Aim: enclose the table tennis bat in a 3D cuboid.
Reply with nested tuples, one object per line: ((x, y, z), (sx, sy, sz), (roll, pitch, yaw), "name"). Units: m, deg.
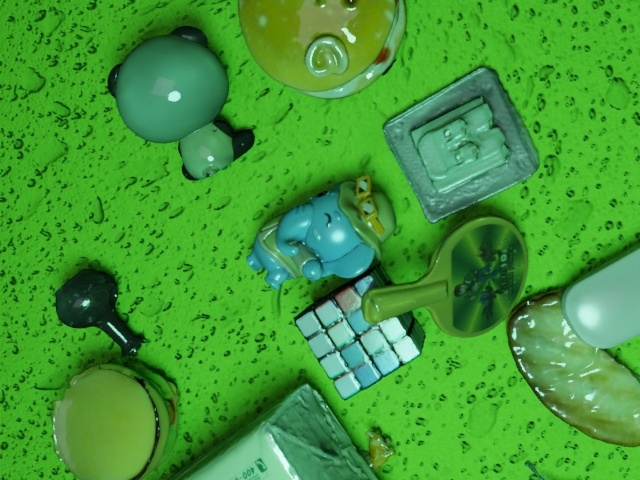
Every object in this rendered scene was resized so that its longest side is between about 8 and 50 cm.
((0.199, 0.067, 0.966), (0.320, 0.050, 0.199), (-12, 109, -28), "table tennis bat")

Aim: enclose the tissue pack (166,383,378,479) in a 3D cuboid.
((-0.095, 0.469, 1.058), (0.380, 0.207, 0.297), (-38, 85, 23), "tissue pack")

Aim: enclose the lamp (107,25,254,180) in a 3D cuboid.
((-0.235, -0.228, 1.080), (0.197, 0.198, 0.244), (-26, 111, 14), "lamp")

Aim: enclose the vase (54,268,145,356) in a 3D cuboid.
((-0.407, 0.142, 1.183), (0.120, 0.120, 0.183), (-37, 101, 13), "vase")

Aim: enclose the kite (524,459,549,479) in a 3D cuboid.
((0.389, 0.409, 1.013), (0.156, 0.139, 0.011), (38, 124, 45), "kite")

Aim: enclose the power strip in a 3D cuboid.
((0.227, -0.154, 1.025), (0.213, 0.064, 0.198), (-29, 86, 15), "power strip")

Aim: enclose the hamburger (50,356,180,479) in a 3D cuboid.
((-0.365, 0.335, 1.165), (0.237, 0.149, 0.237), (-1, 86, 11), "hamburger")

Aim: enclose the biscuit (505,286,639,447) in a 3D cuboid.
((0.420, 0.218, 1.016), (0.154, 0.045, 0.299), (-39, 86, 6), "biscuit")

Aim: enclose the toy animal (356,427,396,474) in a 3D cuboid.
((0.087, 0.377, 1.107), (0.083, 0.060, 0.081), (-43, 124, 12), "toy animal")

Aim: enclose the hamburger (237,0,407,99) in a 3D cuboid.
((0.021, -0.373, 0.995), (0.302, 0.186, 0.261), (-24, 90, 12), "hamburger")

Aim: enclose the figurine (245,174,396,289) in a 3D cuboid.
((0.001, 0.001, 1.042), (0.262, 0.180, 0.154), (-33, 106, 6), "figurine")

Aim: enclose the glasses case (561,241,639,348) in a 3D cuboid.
((0.510, 0.057, 0.956), (0.296, 0.075, 0.113), (-31, 86, 3), "glasses case")

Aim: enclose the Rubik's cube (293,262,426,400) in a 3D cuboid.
((0.070, 0.144, 1.040), (0.151, 0.154, 0.155), (-32, 88, 13), "Rubik's cube")
